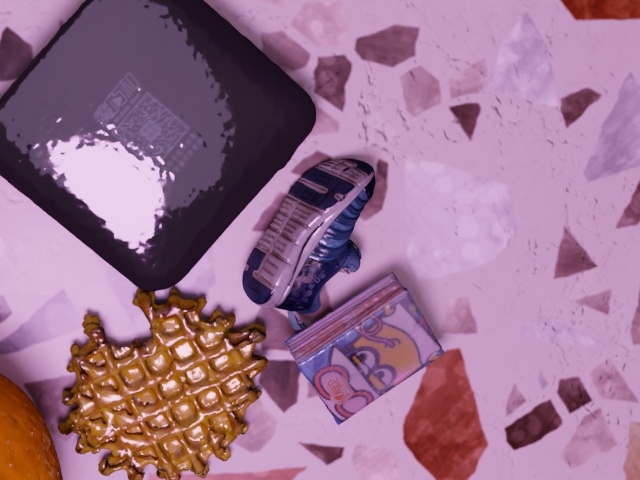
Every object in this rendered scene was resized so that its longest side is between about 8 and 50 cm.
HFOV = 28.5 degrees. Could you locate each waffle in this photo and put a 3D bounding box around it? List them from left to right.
[{"bbox_3d":[-0.182,0.172,1.458,0.228,0.051,0.232,15,97,-13],"label":"waffle"}]

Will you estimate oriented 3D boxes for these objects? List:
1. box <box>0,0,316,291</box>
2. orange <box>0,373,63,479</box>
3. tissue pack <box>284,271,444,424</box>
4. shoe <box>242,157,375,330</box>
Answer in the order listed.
[{"bbox_3d":[-0.191,-0.127,1.398,0.289,0.073,0.290,40,91,-13],"label":"box"},{"bbox_3d":[-0.438,0.275,1.310,0.340,0.293,0.341,-1,99,-10],"label":"orange"},{"bbox_3d":[0.053,0.126,1.462,0.155,0.065,0.115,-34,124,-3],"label":"tissue pack"},{"bbox_3d":[0.000,0.000,1.448,0.106,0.091,0.207,33,88,-38],"label":"shoe"}]
